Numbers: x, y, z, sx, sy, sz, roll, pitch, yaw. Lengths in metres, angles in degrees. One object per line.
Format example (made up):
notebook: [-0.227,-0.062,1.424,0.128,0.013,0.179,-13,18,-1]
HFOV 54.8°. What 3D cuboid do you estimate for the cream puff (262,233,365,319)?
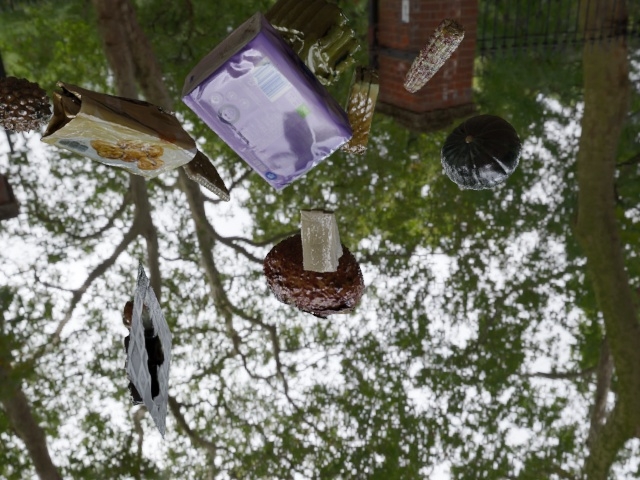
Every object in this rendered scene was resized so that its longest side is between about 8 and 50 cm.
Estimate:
cream puff: [-0.018,0.092,1.943,0.350,0.228,0.350,10,-169,-2]

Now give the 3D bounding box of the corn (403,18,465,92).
corn: [0.295,-0.488,1.648,0.079,0.237,0.079,11,-120,-20]

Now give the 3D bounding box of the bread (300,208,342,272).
bread: [0.004,-0.016,1.321,0.077,0.152,0.105,6,-152,10]

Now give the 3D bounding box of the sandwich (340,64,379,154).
sandwich: [0.129,-0.444,2.041,0.095,0.249,0.273,10,-154,0]

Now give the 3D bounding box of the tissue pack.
tissue pack: [-0.115,-0.308,1.422,0.242,0.338,0.160,-33,-144,19]

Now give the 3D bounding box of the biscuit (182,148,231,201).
biscuit: [-0.408,-0.254,2.087,0.044,0.217,0.325,-32,162,5]

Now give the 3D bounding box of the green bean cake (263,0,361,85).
green bean cake: [-0.032,-0.540,1.804,0.202,0.285,0.310,-45,-135,-11]

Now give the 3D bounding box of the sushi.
sushi: [-0.436,0.270,1.484,0.069,0.339,0.320,-7,-133,-2]

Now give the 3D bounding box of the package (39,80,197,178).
package: [-0.486,-0.292,1.513,0.221,0.165,0.311,-15,158,42]

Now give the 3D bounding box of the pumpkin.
pumpkin: [0.512,-0.275,1.969,0.250,0.250,0.216,8,168,23]

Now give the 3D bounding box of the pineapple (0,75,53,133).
pineapple: [-0.837,-0.376,1.738,0.193,0.166,0.166,16,-150,17]
